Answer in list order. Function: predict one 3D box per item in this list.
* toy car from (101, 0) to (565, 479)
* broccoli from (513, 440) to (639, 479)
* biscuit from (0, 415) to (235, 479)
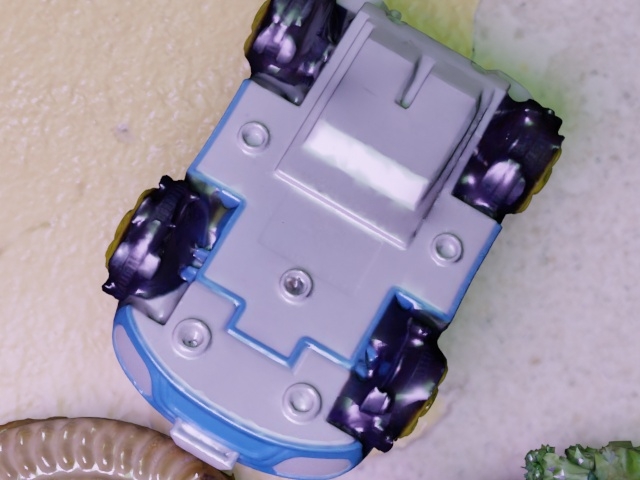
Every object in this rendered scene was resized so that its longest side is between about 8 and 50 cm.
[{"bbox_3d":[0.000,0.000,1.060,0.198,0.166,0.314,29,65,1],"label":"toy car"},{"bbox_3d":[0.162,0.227,1.006,0.294,0.245,0.265,25,71,1],"label":"broccoli"},{"bbox_3d":[-0.149,0.222,1.070,0.259,0.079,0.259,0,82,-3],"label":"biscuit"}]
